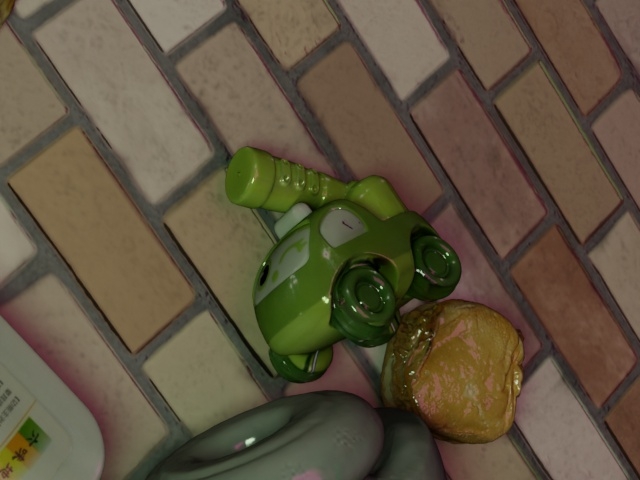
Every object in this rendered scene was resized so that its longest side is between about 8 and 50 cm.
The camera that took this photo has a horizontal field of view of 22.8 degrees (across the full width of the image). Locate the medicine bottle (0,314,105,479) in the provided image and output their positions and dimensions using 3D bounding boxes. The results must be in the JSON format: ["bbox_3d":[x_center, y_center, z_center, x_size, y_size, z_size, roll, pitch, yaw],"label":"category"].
[{"bbox_3d":[-0.282,0.157,1.231,0.324,0.124,0.179,49,60,-17],"label":"medicine bottle"}]

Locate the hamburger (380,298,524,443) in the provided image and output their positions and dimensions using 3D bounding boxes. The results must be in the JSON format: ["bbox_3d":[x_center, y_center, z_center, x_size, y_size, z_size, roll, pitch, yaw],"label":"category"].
[{"bbox_3d":[0.131,0.126,1.543,0.147,0.083,0.138,21,76,-29],"label":"hamburger"}]

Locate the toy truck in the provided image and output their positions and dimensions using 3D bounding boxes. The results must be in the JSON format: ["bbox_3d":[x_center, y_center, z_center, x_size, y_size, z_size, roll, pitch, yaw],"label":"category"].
[{"bbox_3d":[0.018,0.009,1.454,0.187,0.148,0.211,-4,65,-37],"label":"toy truck"}]

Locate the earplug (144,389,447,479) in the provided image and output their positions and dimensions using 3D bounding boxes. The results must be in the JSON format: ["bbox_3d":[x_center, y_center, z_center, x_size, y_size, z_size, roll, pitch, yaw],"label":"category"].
[{"bbox_3d":[-0.011,0.216,1.336,0.325,0.214,0.175,20,58,-55],"label":"earplug"}]

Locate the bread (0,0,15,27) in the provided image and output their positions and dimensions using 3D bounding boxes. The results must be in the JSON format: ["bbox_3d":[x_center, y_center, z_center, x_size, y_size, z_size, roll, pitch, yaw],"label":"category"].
[{"bbox_3d":[-0.389,-0.358,1.289,0.405,0.242,0.346,32,66,9],"label":"bread"}]
